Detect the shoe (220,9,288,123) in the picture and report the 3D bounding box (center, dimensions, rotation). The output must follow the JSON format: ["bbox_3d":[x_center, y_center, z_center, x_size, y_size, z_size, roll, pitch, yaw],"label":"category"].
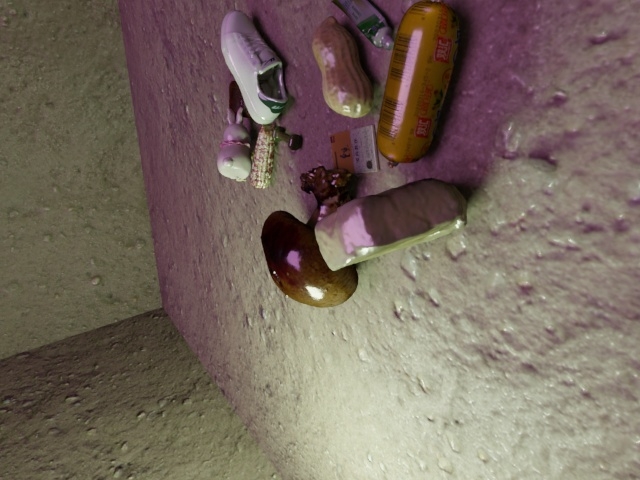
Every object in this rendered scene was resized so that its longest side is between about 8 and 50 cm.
[{"bbox_3d":[-0.197,-0.559,1.256,0.160,0.132,0.362,-10,100,56],"label":"shoe"}]

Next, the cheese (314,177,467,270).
[{"bbox_3d":[0.140,-0.030,0.837,0.318,0.326,0.115,-21,85,19],"label":"cheese"}]

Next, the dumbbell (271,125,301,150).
[{"bbox_3d":[-0.109,-0.328,1.298,0.118,0.046,0.052,36,125,41],"label":"dumbbell"}]

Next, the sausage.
[{"bbox_3d":[0.193,-0.309,0.819,0.123,0.123,0.346,40,133,39],"label":"sausage"}]

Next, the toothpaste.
[{"bbox_3d":[0.098,-0.522,0.934,0.247,0.047,0.078,59,139,24],"label":"toothpaste"}]

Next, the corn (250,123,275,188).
[{"bbox_3d":[-0.199,-0.291,1.411,0.079,0.080,0.236,45,137,34],"label":"corn"}]

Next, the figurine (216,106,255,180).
[{"bbox_3d":[-0.299,-0.350,1.476,0.127,0.155,0.235,-2,75,24],"label":"figurine"}]

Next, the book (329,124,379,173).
[{"bbox_3d":[0.089,-0.238,1.091,0.172,0.012,0.118,5,107,53],"label":"book"}]

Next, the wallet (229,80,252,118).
[{"bbox_3d":[-0.270,-0.509,1.458,0.255,0.031,0.137,26,126,48],"label":"wallet"}]

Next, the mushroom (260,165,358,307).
[{"bbox_3d":[-0.017,0.003,1.186,0.331,0.356,0.334,5,149,46],"label":"mushroom"}]

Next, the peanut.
[{"bbox_3d":[0.047,-0.414,0.989,0.124,0.124,0.256,-31,76,55],"label":"peanut"}]
